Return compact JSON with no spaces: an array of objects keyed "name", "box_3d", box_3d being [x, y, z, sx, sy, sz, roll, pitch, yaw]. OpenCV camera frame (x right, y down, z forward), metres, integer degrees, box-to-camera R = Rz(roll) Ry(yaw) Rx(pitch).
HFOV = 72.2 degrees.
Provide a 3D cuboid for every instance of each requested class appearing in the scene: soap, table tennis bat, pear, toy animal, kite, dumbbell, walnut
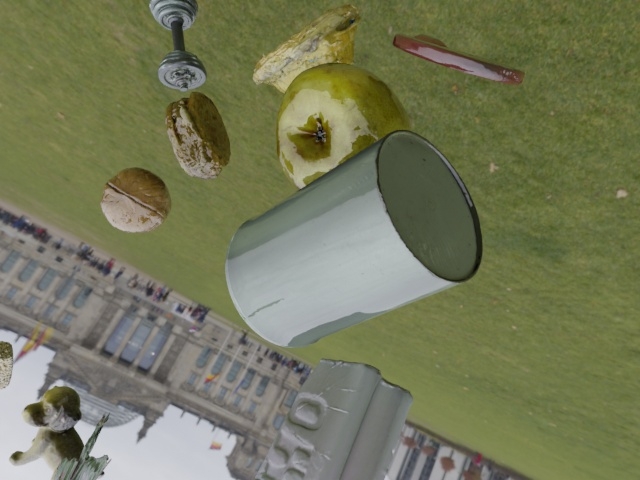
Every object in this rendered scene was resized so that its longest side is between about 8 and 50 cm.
[{"name":"soap","box_3d":[0.036,0.590,1.297,0.213,0.435,0.350,38,156,-20]},{"name":"table tennis bat","box_3d":[0.274,-0.398,0.947,0.268,0.051,0.414,11,-152,-11]},{"name":"pear","box_3d":[0.060,-0.229,0.967,0.304,0.304,0.304,25,164,8]},{"name":"toy animal","box_3d":[-0.588,0.451,0.975,0.233,0.169,0.121,58,-172,11]},{"name":"kite","box_3d":[-0.457,0.441,0.792,0.013,0.267,0.323,39,138,-24]},{"name":"dumbbell","box_3d":[-0.531,-0.746,1.639,0.179,0.406,0.179,-9,171,-1]},{"name":"walnut","box_3d":[-0.467,-0.100,1.117,0.167,0.167,0.207,29,170,-5]}]

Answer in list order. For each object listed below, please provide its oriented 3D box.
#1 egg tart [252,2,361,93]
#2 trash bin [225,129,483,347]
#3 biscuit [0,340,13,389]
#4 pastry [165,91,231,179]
[{"name":"egg tart","box_3d":[-0.028,-0.564,1.356,0.388,0.388,0.169,0,128,57]},{"name":"trash bin","box_3d":[0.029,0.021,0.782,0.280,0.280,0.432,35,139,-25]},{"name":"biscuit","box_3d":[-0.935,0.361,1.275,0.070,0.168,0.082,-4,-136,-38]},{"name":"pastry","box_3d":[-0.356,-0.289,1.257,0.132,0.235,0.240,-15,121,12]}]
